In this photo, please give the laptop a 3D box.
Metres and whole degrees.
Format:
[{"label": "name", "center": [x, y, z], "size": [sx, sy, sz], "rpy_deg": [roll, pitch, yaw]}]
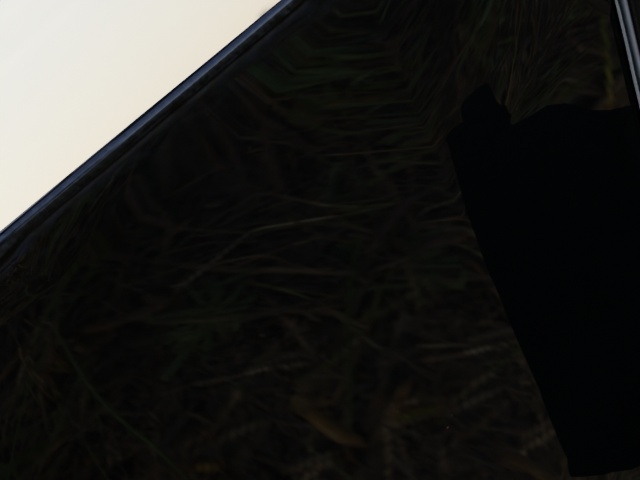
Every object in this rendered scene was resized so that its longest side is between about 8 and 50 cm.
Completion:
[{"label": "laptop", "center": [0.000, 0.000, 0.598], "size": [0.236, 0.382, 0.408], "rpy_deg": [-15, 50, 8]}]
